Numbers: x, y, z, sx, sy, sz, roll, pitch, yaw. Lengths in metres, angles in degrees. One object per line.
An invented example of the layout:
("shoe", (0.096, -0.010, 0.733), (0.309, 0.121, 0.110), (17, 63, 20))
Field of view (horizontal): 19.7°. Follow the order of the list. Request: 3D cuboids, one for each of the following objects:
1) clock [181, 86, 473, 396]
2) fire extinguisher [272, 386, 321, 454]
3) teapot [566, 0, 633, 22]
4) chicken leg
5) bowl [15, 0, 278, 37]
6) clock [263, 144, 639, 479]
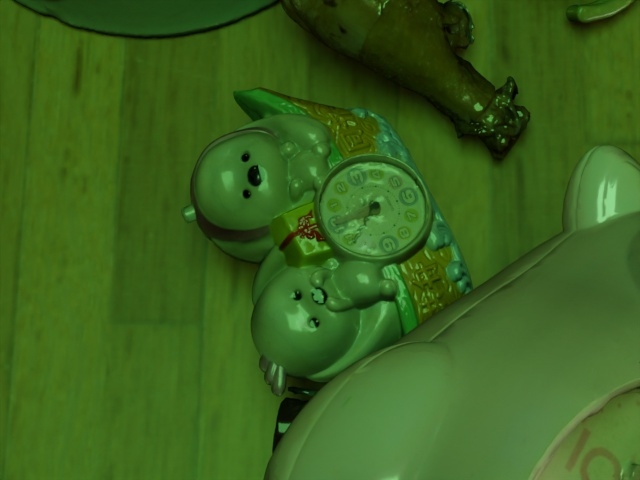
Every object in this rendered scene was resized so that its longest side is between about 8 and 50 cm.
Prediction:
("clock", (0.000, 0.000, 1.162), (0.144, 0.103, 0.231), (-23, 71, -13))
("fire extinguisher", (0.051, 0.129, 1.149), (0.158, 0.043, 0.064), (8, 87, 7))
("teapot", (0.181, -0.231, 1.220), (0.119, 0.130, 0.165), (-17, 105, -16))
("chicken leg", (0.054, -0.135, 1.215), (0.207, 0.101, 0.085), (43, 84, -5))
("bowl", (-0.121, -0.319, 1.244), (0.337, 0.157, 0.337), (-1, 74, 4))
("clock", (0.139, 0.170, 1.001), (0.368, 0.250, 0.376), (42, 63, -21))
